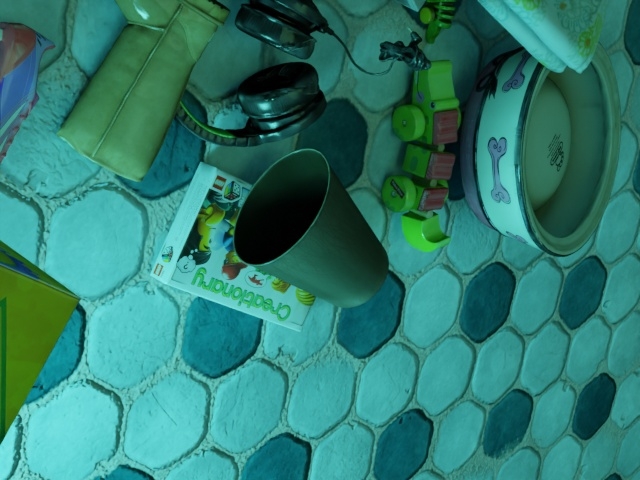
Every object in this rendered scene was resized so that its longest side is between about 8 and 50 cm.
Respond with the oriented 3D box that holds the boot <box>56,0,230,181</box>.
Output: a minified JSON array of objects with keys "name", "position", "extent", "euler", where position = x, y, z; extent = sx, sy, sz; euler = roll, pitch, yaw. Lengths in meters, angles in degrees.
[{"name":"boot","position":[-0.277,-0.244,1.344],"extent":[0.236,0.089,0.269],"euler":[30,102,-15]}]

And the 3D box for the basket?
[{"name":"basket","position":[0.000,0.000,1.576],"extent":[0.227,0.154,0.204],"euler":[41,73,-46]}]

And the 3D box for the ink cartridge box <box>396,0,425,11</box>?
[{"name":"ink cartridge box","position":[0.163,-0.531,1.545],"extent":[0.261,0.066,0.296],"euler":[-57,158,-1]}]

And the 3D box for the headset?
[{"name":"headset","position":[-0.043,-0.260,1.480],"extent":[0.394,0.185,0.243],"euler":[-10,114,-26]}]

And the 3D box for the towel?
[{"name":"towel","position":[0.352,-0.493,1.632],"extent":[0.374,0.090,0.320],"euler":[33,66,-35]}]

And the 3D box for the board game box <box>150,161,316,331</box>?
[{"name":"board game box","position":[-0.108,0.017,1.622],"extent":[0.305,0.053,0.193],"euler":[24,90,-44]}]

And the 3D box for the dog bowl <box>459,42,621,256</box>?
[{"name":"dog bowl","position":[0.408,-0.180,1.879],"extent":[0.408,0.150,0.408],"euler":[-13,107,-50]}]

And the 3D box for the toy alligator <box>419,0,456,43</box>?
[{"name":"toy alligator","position":[0.212,-0.430,1.724],"extent":[0.056,0.051,0.189],"euler":[-8,112,-39]}]

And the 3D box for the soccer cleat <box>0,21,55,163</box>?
[{"name":"soccer cleat","position":[-0.408,-0.154,1.282],"extent":[0.095,0.083,0.248],"euler":[11,96,-47]}]

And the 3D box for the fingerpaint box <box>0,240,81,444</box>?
[{"name":"fingerpaint box","position":[-0.495,0.125,1.063],"extent":[0.163,0.445,0.371],"euler":[31,85,-44]}]

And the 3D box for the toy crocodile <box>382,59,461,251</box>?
[{"name":"toy crocodile","position":[0.192,-0.148,1.782],"extent":[0.115,0.105,0.340],"euler":[-7,111,-39]}]
